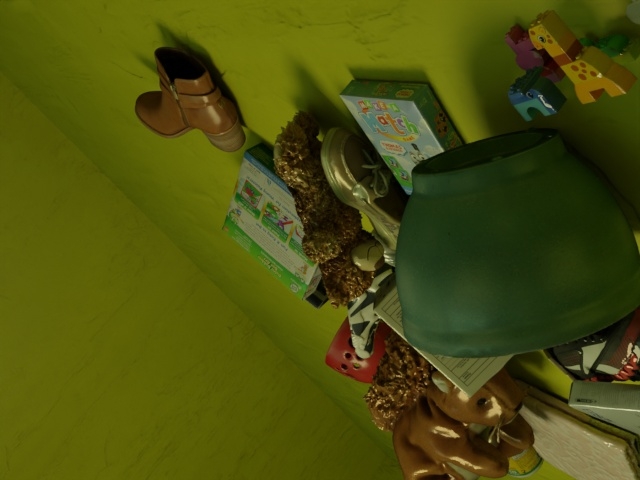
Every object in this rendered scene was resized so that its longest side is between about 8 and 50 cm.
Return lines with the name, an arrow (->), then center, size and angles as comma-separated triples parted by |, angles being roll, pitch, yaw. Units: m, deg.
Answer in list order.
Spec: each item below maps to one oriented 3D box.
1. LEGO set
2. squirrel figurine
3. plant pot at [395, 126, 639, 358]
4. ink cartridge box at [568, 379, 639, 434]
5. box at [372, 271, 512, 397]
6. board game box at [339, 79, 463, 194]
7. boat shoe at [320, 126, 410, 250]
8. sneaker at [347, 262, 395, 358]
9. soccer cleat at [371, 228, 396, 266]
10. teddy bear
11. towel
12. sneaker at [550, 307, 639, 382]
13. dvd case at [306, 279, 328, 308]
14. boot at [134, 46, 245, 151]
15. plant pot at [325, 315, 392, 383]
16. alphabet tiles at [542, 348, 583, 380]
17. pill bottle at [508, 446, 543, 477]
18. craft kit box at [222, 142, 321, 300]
LEGO set -> 0.227, -0.179, 0.725 | 0.093, 0.087, 0.227 | 44, 162, -16
squirrel figurine -> 0.253, 0.326, 1.635 | 0.397, 0.281, 0.370 | 40, 148, 32
plant pot -> 0.214, -0.016, 0.919 | 0.293, 0.293, 0.196 | 8, 117, 62
ink cartridge box -> 0.513, 0.253, 1.115 | 0.223, 0.045, 0.224 | 24, 161, -27
box -> 0.225, 0.132, 1.382 | 0.232, 0.148, 0.127 | 42, -170, -3
board game box -> 0.137, -0.137, 1.123 | 0.160, 0.039, 0.211 | 19, 153, 52
boat shoe -> 0.104, -0.082, 1.258 | 0.089, 0.105, 0.285 | 1, 150, 41
sneaker -> 0.131, 0.136, 1.648 | 0.094, 0.153, 0.235 | -93, -6, -73
soccer cleat -> 0.178, 0.038, 1.470 | 0.196, 0.068, 0.076 | 42, 149, -12
teddy bear -> 0.019, -0.057, 1.309 | 0.245, 0.113, 0.338 | -27, -81, -77
towel -> 0.562, 0.444, 1.700 | 0.317, 0.053, 0.332 | 23, 155, 46
sneaker -> 0.413, 0.146, 1.156 | 0.135, 0.098, 0.276 | 34, 165, 11
dvd case -> -0.036, 0.072, 1.866 | 0.179, 0.029, 0.238 | 38, -162, 7
boot -> -0.289, -0.287, 1.540 | 0.283, 0.109, 0.220 | 29, 162, 28
plant pot -> 0.129, 0.275, 1.975 | 0.174, 0.191, 0.191 | 33, 163, 14
alphabet tiles -> 0.393, 0.191, 1.327 | 0.237, 0.009, 0.198 | 41, -169, -5
pill bottle -> 0.458, 0.484, 1.925 | 0.117, 0.117, 0.208 | 19, 154, 52
craft kit box -> -0.080, -0.036, 1.636 | 0.250, 0.061, 0.247 | 41, 135, 16
